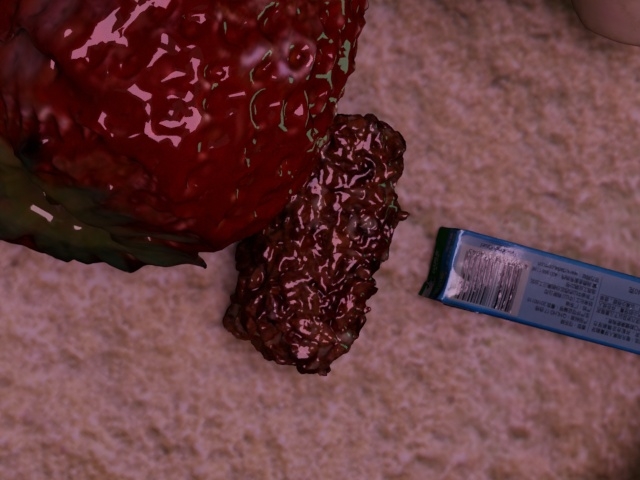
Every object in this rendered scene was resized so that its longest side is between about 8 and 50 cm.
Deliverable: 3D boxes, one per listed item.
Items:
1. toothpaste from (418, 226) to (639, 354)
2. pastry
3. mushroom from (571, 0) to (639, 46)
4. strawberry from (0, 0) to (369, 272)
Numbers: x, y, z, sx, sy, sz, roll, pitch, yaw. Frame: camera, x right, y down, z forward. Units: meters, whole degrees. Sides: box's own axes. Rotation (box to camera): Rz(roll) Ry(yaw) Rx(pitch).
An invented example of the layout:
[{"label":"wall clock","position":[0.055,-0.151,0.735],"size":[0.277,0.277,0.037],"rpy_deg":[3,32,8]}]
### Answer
[{"label":"toothpaste","position":[0.217,0.052,1.418],"size":[0.267,0.050,0.065],"rpy_deg":[15,88,-17]},{"label":"pastry","position":[-0.002,0.000,1.325],"size":[0.115,0.097,0.208],"rpy_deg":[15,91,-13]},{"label":"mushroom","position":[0.194,-0.315,1.260],"size":[0.325,0.353,0.353],"rpy_deg":[-8,96,-31]},{"label":"strawberry","position":[-0.119,-0.141,1.193],"size":[0.292,0.292,0.310],"rpy_deg":[17,77,-17]}]
